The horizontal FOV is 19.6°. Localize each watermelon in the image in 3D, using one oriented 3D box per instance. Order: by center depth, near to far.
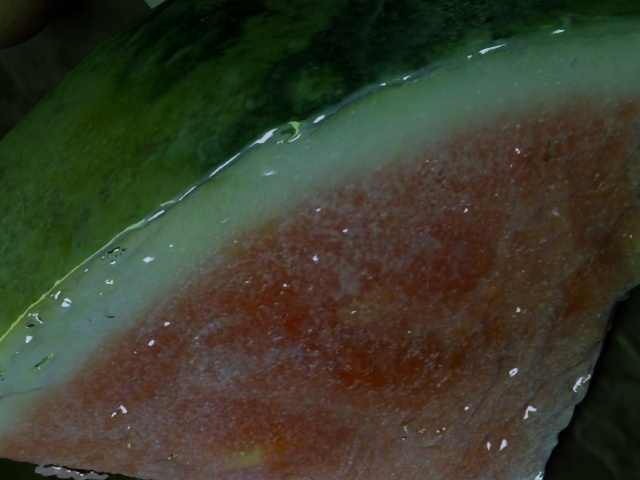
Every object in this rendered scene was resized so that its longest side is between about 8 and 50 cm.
[{"bbox_3d":[0.000,0.000,0.682,0.310,0.232,0.193,-43,65,-4],"label":"watermelon"}]

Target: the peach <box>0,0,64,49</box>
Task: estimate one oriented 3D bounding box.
[{"bbox_3d":[-0.150,-0.127,0.841,0.083,0.083,0.083,17,116,39],"label":"peach"}]

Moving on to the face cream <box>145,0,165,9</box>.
[{"bbox_3d":[-0.072,-0.219,0.738,0.154,0.096,0.274,47,144,18],"label":"face cream"}]

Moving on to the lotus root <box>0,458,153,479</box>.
[{"bbox_3d":[-0.112,0.163,0.798,0.267,0.149,0.260,48,158,16],"label":"lotus root"}]
